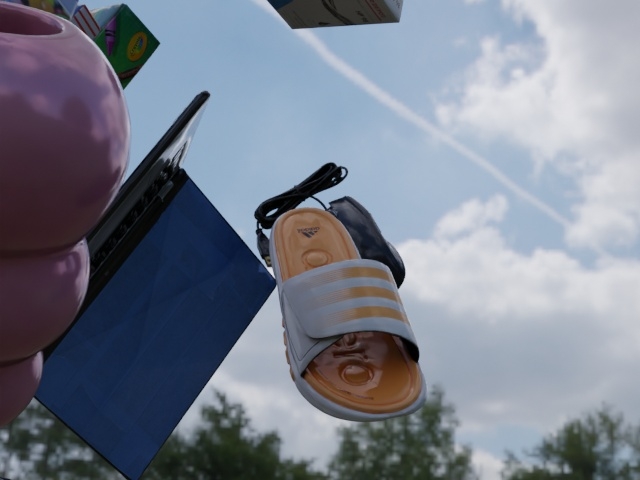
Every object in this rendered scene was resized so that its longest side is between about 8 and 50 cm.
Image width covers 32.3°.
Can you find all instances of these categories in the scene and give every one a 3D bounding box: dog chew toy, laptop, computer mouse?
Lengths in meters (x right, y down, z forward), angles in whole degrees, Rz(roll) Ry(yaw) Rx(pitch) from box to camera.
[{"bbox_3d":[-0.255,-0.001,0.803,0.206,0.332,0.206,12,20,-5],"label":"dog chew toy"},{"bbox_3d":[-0.206,0.080,1.467,0.236,0.382,0.408,36,-23,-3],"label":"laptop"},{"bbox_3d":[0.000,0.000,1.658,0.184,0.262,0.060,-30,-33,0],"label":"computer mouse"}]

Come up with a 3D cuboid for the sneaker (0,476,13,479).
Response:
[{"bbox_3d":[-0.362,0.222,0.901,0.153,0.099,0.282,8,-5,44],"label":"sneaker"}]

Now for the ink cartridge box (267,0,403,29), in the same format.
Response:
[{"bbox_3d":[0.029,-0.297,1.268,0.180,0.060,0.104,2,-19,27],"label":"ink cartridge box"}]

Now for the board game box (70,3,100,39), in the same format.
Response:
[{"bbox_3d":[-0.401,-0.245,1.437,0.193,0.147,0.045,9,-37,37],"label":"board game box"}]

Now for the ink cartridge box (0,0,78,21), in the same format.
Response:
[{"bbox_3d":[-0.364,-0.264,1.200,0.065,0.311,0.186,-22,-47,33],"label":"ink cartridge box"}]

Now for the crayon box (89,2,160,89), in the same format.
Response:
[{"bbox_3d":[-0.369,-0.241,1.589,0.278,0.165,0.081,4,-36,51],"label":"crayon box"}]

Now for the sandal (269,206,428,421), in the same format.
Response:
[{"bbox_3d":[0.009,0.038,0.916,0.102,0.265,0.076,-10,-49,-14],"label":"sandal"}]
